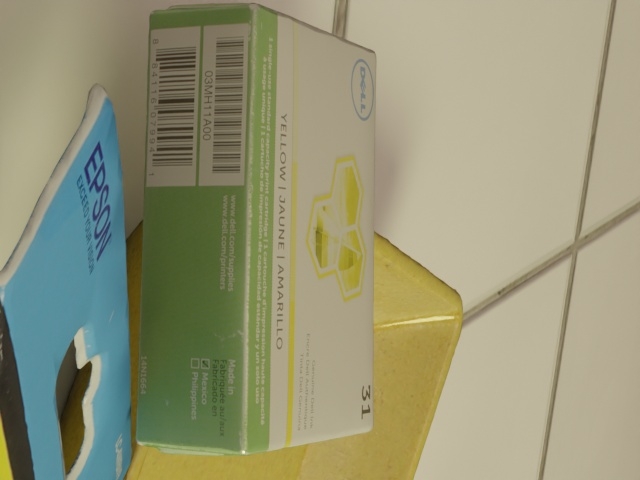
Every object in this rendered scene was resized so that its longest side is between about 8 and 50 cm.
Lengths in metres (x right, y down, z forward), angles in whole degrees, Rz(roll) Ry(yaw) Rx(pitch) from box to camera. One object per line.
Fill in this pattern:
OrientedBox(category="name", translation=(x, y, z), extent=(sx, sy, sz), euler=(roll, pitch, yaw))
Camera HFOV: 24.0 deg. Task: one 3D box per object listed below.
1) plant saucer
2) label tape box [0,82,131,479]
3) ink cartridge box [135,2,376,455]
OrientedBox(category="plant saucer", translation=(-0.053, 0.142, 0.802), extent=(0.333, 0.081, 0.333), euler=(34, 73, -62))
OrientedBox(category="label tape box", translation=(-0.184, 0.131, 0.435), extent=(0.249, 0.115, 0.348), euler=(100, 16, -57))
OrientedBox(category="ink cartridge box", translation=(0.000, 0.000, 0.668), extent=(0.235, 0.056, 0.171), euler=(6, 85, -64))
